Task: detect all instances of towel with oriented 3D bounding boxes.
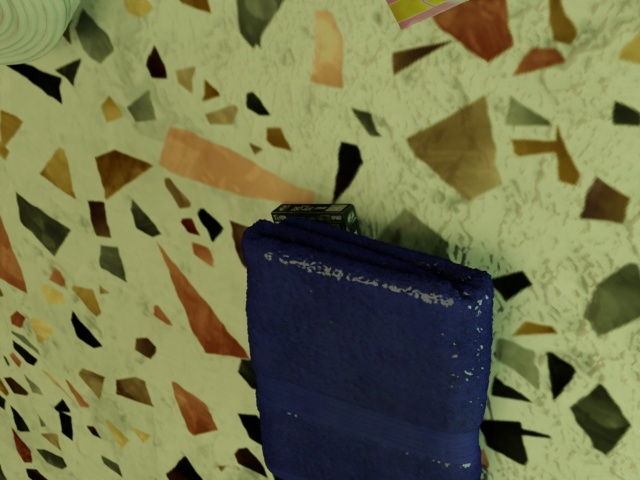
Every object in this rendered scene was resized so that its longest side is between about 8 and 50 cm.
[{"bbox_3d":[0.045,0.124,0.867,0.228,0.076,0.308,14,131,21],"label":"towel"}]

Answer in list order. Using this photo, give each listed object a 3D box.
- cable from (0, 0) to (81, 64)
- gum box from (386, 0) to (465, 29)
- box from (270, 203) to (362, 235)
[{"bbox_3d":[-0.330,-0.246,0.817,0.257,0.089,0.257,18,157,-22],"label":"cable"},{"bbox_3d":[0.104,-0.218,0.604,0.188,0.062,0.107,-15,108,43],"label":"gum box"},{"bbox_3d":[0.000,0.000,0.866,0.083,0.018,0.067,1,119,38],"label":"box"}]
